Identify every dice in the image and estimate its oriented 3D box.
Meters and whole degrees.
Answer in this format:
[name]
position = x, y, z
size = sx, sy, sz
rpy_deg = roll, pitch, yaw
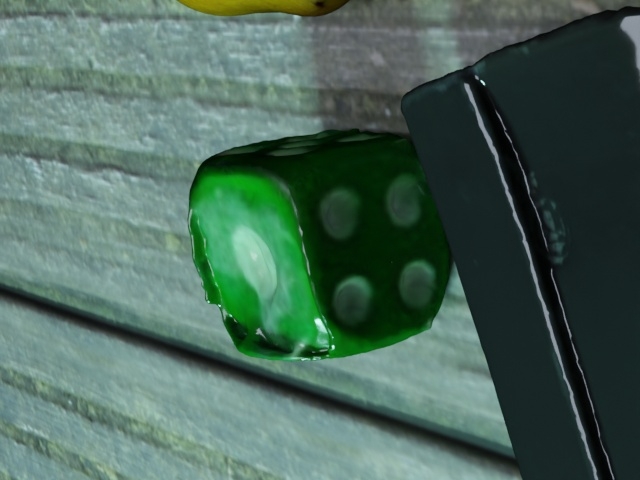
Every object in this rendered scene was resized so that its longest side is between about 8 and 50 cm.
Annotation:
[dice]
position = 0.000, 0.000, 1.041
size = 0.131, 0.120, 0.128
rpy_deg = 4, 106, 53

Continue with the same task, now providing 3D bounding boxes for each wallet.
[wallet]
position = 0.169, 0.089, 0.884
size = 0.228, 0.062, 0.406
rpy_deg = -15, 92, 57

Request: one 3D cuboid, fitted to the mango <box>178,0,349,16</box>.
[mango]
position = -0.047, -0.196, 1.048
size = 0.178, 0.090, 0.115
rpy_deg = 11, 124, 50
